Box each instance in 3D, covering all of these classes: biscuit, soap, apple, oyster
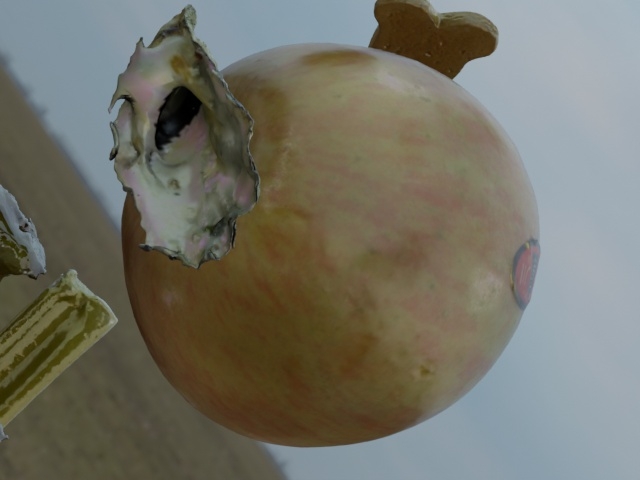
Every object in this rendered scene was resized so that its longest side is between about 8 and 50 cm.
[{"bbox_3d":[0.081,-0.180,2.119,0.158,0.240,0.035,23,48,-18],"label":"biscuit"},{"bbox_3d":[-0.387,0.175,2.308,0.091,0.315,0.199,48,-21,-6],"label":"soap"},{"bbox_3d":[0.000,0.000,1.851,0.346,0.391,0.391,39,8,-42],"label":"apple"},{"bbox_3d":[-0.108,-0.075,1.586,0.209,0.133,0.072,58,16,21],"label":"oyster"}]

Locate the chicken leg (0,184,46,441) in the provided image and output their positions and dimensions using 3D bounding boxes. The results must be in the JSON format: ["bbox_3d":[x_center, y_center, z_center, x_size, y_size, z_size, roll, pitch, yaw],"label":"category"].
[{"bbox_3d":[-0.399,0.060,2.174,0.140,0.211,0.361,133,-64,-79],"label":"chicken leg"}]
